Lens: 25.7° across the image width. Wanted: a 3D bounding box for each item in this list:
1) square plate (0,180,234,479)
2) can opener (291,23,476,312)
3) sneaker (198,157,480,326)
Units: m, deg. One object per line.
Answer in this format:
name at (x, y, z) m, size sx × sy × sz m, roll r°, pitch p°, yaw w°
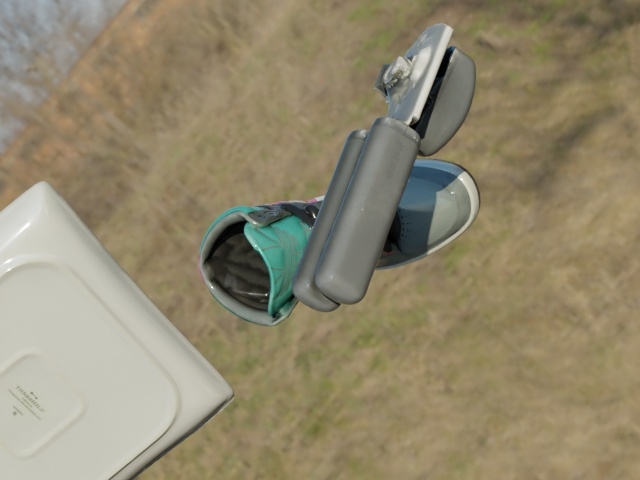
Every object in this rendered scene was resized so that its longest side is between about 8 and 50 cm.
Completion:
square plate at (-0.316, 0.170, 1.507) m, size 0.344 × 0.347 × 0.049 m, roll -40°, pitch 26°, yaw -3°
can opener at (0.068, -0.059, 1.192) m, size 0.076 × 0.095 × 0.283 m, roll -22°, pitch 42°, yaw 57°
sneaker at (0.000, 0.000, 1.381) m, size 0.295 × 0.124 × 0.178 m, roll -16°, pitch 10°, yaw 24°
